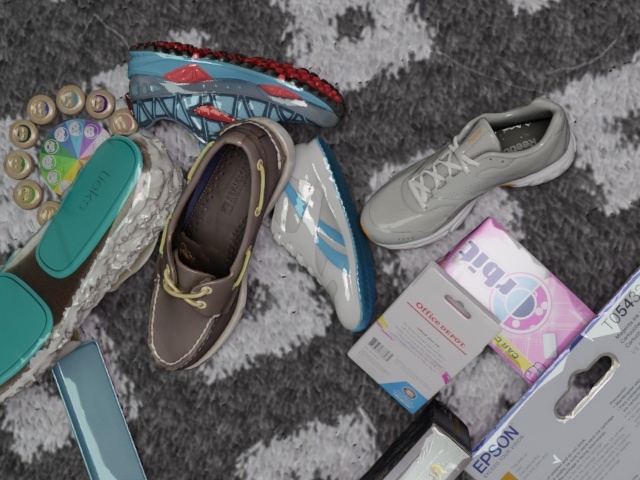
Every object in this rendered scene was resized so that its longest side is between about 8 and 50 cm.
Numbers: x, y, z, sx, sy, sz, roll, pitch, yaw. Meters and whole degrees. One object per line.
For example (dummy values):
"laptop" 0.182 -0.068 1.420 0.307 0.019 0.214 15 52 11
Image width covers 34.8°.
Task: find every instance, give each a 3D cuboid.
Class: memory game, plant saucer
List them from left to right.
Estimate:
"memory game" -0.297 -0.098 1.242 0.186 0.012 0.186 0 89 6
"plant saucer" -0.267 0.219 1.235 0.067 0.018 0.192 -21 88 5

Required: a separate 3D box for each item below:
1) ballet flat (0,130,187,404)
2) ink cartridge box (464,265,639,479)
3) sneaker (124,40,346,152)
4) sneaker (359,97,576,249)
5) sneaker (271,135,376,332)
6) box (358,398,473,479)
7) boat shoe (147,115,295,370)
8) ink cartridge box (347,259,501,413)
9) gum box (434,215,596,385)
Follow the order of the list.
"ballet flat" -0.292 0.058 1.179 0.147 0.147 0.409 42 93 5
"ink cartridge box" 0.380 0.236 1.136 0.330 0.071 0.324 42 95 2
"sneaker" -0.100 -0.154 1.194 0.261 0.104 0.125 13 109 10
"sneaker" 0.156 -0.085 1.130 0.262 0.121 0.099 -29 66 3
"sneaker" 0.000 0.000 1.180 0.092 0.087 0.229 -20 81 13
"box" 0.069 0.285 1.117 0.056 0.183 0.231 42 93 4
"boat shoe" -0.129 0.015 1.144 0.116 0.096 0.324 30 111 11
"ink cartridge box" 0.122 0.098 1.125 0.104 0.061 0.181 42 132 4
"gum box" 0.215 0.067 1.162 0.188 0.062 0.107 44 94 4
